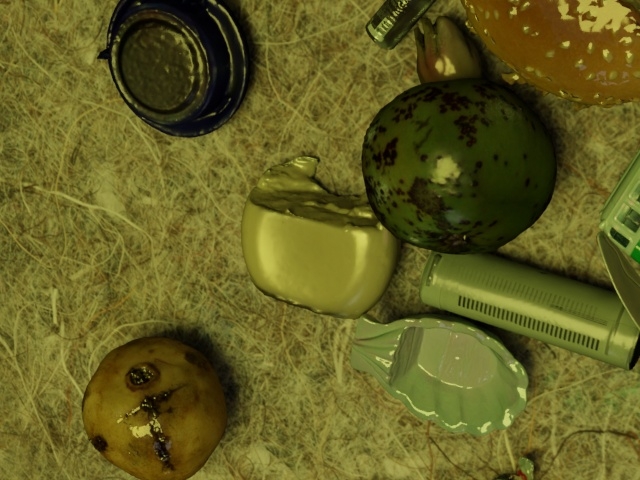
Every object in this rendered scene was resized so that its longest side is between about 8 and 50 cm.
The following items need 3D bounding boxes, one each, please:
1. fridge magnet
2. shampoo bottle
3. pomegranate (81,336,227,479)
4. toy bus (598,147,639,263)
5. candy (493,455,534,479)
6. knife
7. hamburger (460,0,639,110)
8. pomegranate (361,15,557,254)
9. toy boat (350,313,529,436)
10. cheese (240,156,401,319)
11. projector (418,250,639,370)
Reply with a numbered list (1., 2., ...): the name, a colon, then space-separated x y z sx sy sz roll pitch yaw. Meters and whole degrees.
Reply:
1. fridge magnet: -0.236 -0.292 2.075 0.265 0.112 0.265 11 116 23
2. shampoo bottle: 0.147 -0.366 1.868 0.057 0.063 0.208 40 123 -5
3. pomegranate: -0.291 0.296 2.274 0.260 0.260 0.260 11 114 25
4. toy bus: 0.505 -0.087 1.742 0.164 0.133 0.276 35 123 15
5. candy: 0.286 0.464 2.128 0.086 0.059 0.292 39 122 13
6. knife: 0.483 0.126 1.830 0.336 0.081 0.043 47 141 -13
7. hamburger: 0.305 -0.335 1.683 0.287 0.268 0.445 -37 91 38
8. pomegranate: 0.188 -0.155 1.840 0.285 0.285 0.341 -14 69 32
9. toy boat: 0.194 0.191 2.036 0.290 0.100 0.199 19 119 12
10. cheese: 0.000 0.000 2.059 0.266 0.127 0.233 16 113 19
11. projector: 0.321 0.095 1.931 0.337 0.108 0.108 18 117 22
